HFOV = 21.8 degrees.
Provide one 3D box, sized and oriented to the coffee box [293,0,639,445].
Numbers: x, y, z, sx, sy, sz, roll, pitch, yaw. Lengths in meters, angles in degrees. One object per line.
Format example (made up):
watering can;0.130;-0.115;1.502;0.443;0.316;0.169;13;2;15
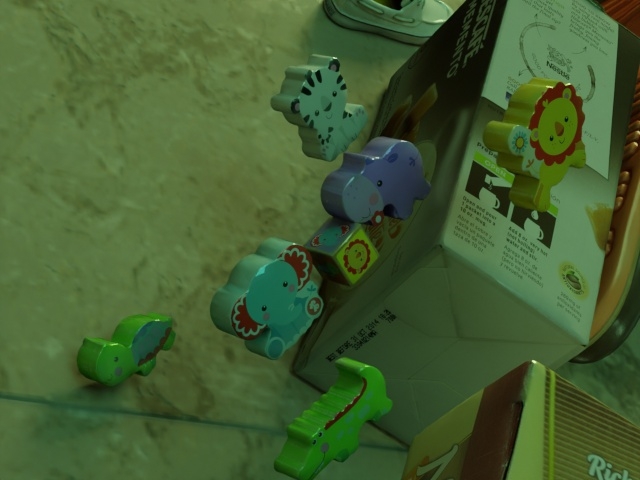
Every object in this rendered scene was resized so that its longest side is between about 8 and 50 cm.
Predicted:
coffee box;0.087;-0.025;0.917;0.098;0.141;0.246;33;46;-15

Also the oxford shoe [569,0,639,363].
oxford shoe;0.211;-0.043;1.043;0.133;0.130;0.363;42;44;-17

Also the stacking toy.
stacking toy;0.000;0.000;0.774;0.221;0.167;0.052;-49;127;-23

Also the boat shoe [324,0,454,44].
boat shoe;0.051;-0.150;1.052;0.100;0.035;0.035;6;57;-35

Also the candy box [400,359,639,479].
candy box;0.162;0.206;0.628;0.316;0.087;0.183;32;47;-14
